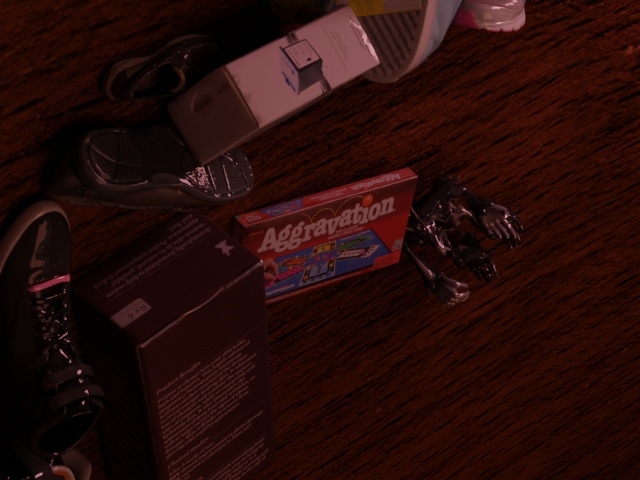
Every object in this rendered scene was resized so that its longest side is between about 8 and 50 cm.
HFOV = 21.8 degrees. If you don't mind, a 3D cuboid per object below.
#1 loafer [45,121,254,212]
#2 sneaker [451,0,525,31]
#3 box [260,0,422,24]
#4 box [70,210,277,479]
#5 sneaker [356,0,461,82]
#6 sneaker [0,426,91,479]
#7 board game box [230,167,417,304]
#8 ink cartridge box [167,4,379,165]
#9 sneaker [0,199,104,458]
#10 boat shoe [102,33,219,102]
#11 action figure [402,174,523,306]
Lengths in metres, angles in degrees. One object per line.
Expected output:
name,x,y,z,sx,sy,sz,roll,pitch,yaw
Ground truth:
loafer,-0.188,-0.076,1.827,0.084,0.096,0.267,-28,162,35
sneaker,0.225,-0.343,2.073,0.252,0.103,0.111,-50,146,-47
box,0.018,-0.293,1.836,0.179,0.043,0.105,-7,143,6
box,-0.171,0.167,2.021,0.191,0.143,0.381,-34,146,-28
sneaker,0.127,-0.367,1.929,0.150,0.135,0.366,-37,152,-62
sneaker,-0.371,0.270,1.867,0.127,0.126,0.321,-52,160,5
board game box,0.000,0.000,2.152,0.281,0.027,0.145,-17,133,-34
ink cartridge box,-0.052,-0.171,1.821,0.190,0.082,0.139,-33,-176,-35
sneaker,-0.287,0.106,1.795,0.104,0.147,0.296,-16,131,-43
boat shoe,-0.162,-0.177,1.774,0.152,0.049,0.056,-29,140,-36
action figure,0.195,-0.004,2.340,0.164,0.141,0.275,-51,152,19
